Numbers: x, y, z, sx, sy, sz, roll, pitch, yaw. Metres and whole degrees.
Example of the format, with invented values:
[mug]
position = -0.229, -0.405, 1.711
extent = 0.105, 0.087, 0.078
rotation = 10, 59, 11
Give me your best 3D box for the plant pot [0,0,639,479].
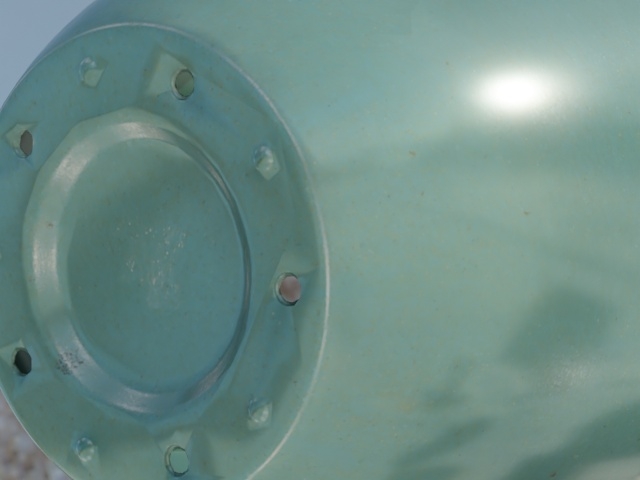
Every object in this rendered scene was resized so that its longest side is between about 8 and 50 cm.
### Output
[plant pot]
position = 0.000, 0.000, 0.809
extent = 0.293, 0.293, 0.235
rotation = -32, -16, 35
